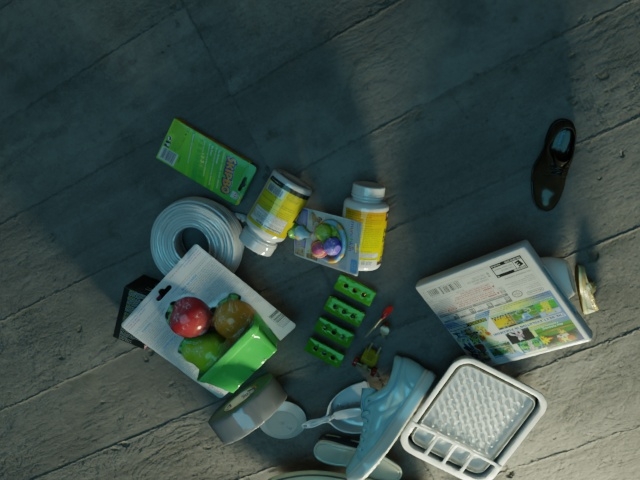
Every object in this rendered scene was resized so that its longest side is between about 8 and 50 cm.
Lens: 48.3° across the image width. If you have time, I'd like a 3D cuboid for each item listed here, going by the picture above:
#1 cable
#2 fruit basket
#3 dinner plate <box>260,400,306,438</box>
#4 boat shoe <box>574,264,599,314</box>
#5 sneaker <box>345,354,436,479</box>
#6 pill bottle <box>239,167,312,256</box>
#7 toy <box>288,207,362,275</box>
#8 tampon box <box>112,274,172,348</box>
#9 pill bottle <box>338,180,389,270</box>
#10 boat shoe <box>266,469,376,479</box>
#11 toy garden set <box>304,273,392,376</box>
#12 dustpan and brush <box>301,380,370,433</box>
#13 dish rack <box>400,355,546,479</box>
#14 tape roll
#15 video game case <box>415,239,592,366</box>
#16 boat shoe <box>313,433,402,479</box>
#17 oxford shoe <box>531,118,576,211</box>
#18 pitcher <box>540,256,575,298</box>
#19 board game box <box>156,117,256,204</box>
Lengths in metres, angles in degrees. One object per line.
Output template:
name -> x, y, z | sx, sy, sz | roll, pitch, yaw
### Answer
cable -> -0.336, 0.009, 1.940 | 0.257, 0.089, 0.257 | 26, 108, 4
fruit basket -> -0.300, 0.224, 1.927 | 0.353, 0.165, 0.327 | 41, 106, -9
dinner plate -> -0.111, 0.519, 2.045 | 0.141, 0.017, 0.141 | 1, 119, 1
boat shoe -> 0.668, 0.119, 1.785 | 0.045, 0.050, 0.135 | -13, 111, 11
sneaker -> 0.153, 0.473, 1.914 | 0.150, 0.135, 0.366 | 34, 81, 15
pill bottle -> -0.120, -0.071, 1.851 | 0.119, 0.119, 0.208 | 32, 103, 2
toy -> 0.000, 0.000, 1.819 | 0.237, 0.056, 0.137 | 18, 110, 46
tampon box -> -0.497, 0.199, 2.006 | 0.101, 0.120, 0.161 | 20, 108, 7
pill bottle -> 0.110, -0.039, 1.820 | 0.117, 0.117, 0.215 | 10, 106, 9
boat shoe -> 0.081, 0.751, 1.986 | 0.500, 0.156, 0.187 | 9, 148, 7
toy garden set -> 0.097, 0.236, 1.933 | 0.204, 0.049, 0.244 | 27, 107, 6
dustpan and brush -> 0.050, 0.488, 1.999 | 0.211, 0.060, 0.147 | -16, 101, 15
dish rack -> 0.401, 0.468, 1.894 | 0.285, 0.072, 0.333 | 28, 111, -6
tape roll -> -0.200, 0.460, 1.961 | 0.219, 0.219, 0.072 | -35, 95, 18
video game case -> 0.445, 0.169, 1.759 | 0.329, 0.036, 0.300 | -26, 108, 41
boat shoe -> 0.109, 0.608, 2.009 | 0.254, 0.079, 0.095 | 10, 108, 11
oxford shoe -> 0.556, -0.174, 1.706 | 0.083, 0.096, 0.227 | 8, 107, 8
pitcher -> 0.530, 0.136, 1.784 | 0.207, 0.125, 0.178 | -16, 110, 26
board game box -> -0.301, -0.210, 1.905 | 0.259, 0.039, 0.124 | 32, 109, 5
